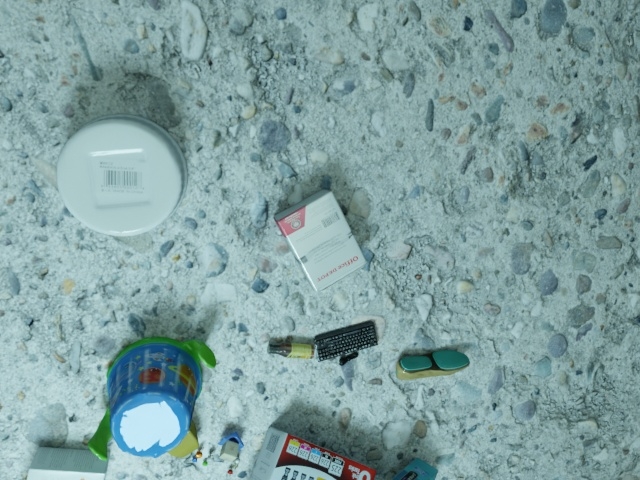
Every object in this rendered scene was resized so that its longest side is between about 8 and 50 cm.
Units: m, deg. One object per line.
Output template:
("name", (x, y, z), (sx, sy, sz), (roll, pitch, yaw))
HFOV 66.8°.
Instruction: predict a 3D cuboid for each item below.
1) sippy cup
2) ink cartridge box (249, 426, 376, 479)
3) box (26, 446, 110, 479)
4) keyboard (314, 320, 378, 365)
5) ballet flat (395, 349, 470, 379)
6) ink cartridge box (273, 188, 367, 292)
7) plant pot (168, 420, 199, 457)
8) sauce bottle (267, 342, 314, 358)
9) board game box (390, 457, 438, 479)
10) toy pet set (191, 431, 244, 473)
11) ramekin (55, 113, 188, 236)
("sippy cup", (-0.396, 0.379, 1.150), (0.240, 0.224, 0.306), (14, 98, -18))
("ink cartridge box", (-0.039, 0.700, 1.319), (0.309, 0.130, 0.272), (30, 67, -20))
("box", (-0.627, 0.599, 1.201), (0.170, 0.091, 0.130), (13, 98, -18))
("keyboard", (0.076, 0.300, 1.373), (0.180, 0.023, 0.108), (-13, 105, -12))
("ballet flat", (0.329, 0.374, 1.445), (0.232, 0.080, 0.073), (0, 130, -13))
("ink cartridge box", (0.000, 0.000, 1.249), (0.158, 0.092, 0.218), (-30, 106, -8))
("plant pot", (-0.361, 0.515, 1.268), (0.081, 0.081, 0.083), (-31, 121, -8))
("sauce bottle", (-0.081, 0.299, 1.319), (0.128, 0.042, 0.042), (8, 100, -15))
("board game box", (0.207, 0.804, 1.390), (0.336, 0.079, 0.254), (7, 102, -57))
("toy pet set", (-0.269, 0.572, 1.327), (0.122, 0.065, 0.114), (27, 128, -17))
("ramekin", (-0.435, -0.140, 1.072), (0.277, 0.135, 0.277), (-3, 103, -15))
